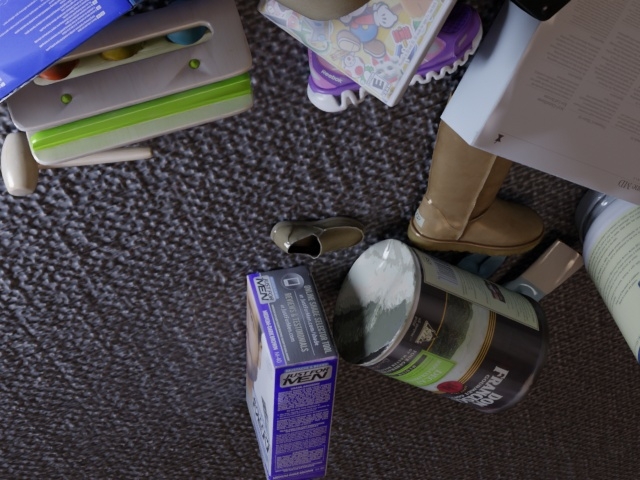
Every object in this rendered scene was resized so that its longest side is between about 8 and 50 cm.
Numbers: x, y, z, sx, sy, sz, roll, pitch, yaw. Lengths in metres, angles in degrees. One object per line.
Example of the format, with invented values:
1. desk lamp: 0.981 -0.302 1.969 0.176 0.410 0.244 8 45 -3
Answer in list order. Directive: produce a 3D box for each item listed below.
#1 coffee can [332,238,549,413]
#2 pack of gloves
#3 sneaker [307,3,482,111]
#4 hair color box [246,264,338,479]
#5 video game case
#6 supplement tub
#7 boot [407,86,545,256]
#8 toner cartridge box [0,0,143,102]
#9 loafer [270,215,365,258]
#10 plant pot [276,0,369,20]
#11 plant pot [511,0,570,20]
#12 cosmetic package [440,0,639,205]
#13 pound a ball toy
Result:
1. coffee can: 0.186 0.136 1.809 0.275 0.201 0.201 23 125 -29
2. pack of gloves: 0.294 0.054 1.932 0.195 0.046 0.232 31 116 -31
3. sneaker: 0.086 -0.248 1.449 0.236 0.095 0.104 -21 133 1
4. hair color box: -0.052 0.220 1.843 0.110 0.185 0.338 -8 138 -13
5. video game case: 0.051 -0.296 1.312 0.026 0.206 0.227 -41 165 -50
6. supplement tub: 0.551 0.052 1.802 0.235 0.324 0.235 -12 140 -10
7. boot: 0.261 -0.097 1.696 0.236 0.089 0.269 -4 136 -22
8. toner cartridge box: -0.336 -0.230 1.165 0.348 0.075 0.165 -26 109 31
9. loafer: 0.000 0.000 1.720 0.148 0.050 0.056 -4 138 -19
10. plant pot: -0.040 -0.349 1.108 0.256 0.256 0.274 -33 129 14
11. plant pot: 0.237 -0.365 1.318 0.188 0.167 0.187 -42 137 22
12. cosmetic package: 0.385 -0.215 1.547 0.377 0.097 0.284 16 111 -33
13. pound a ball toy: -0.246 -0.180 1.373 0.319 0.135 0.208 -16 166 -6
